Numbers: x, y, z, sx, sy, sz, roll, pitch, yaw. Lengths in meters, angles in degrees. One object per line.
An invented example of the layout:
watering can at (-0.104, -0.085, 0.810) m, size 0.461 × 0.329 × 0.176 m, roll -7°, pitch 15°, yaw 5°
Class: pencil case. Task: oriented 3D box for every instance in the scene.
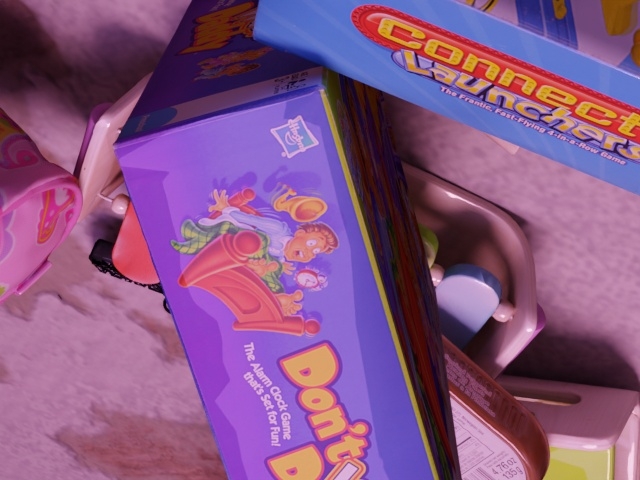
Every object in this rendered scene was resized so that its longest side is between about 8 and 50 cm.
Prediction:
pencil case at (-0.288, -0.073, 0.905) m, size 0.284 × 0.124 × 0.124 m, roll 36°, pitch 143°, yaw 13°

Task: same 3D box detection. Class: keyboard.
keyboard at (-0.087, 0.049, 1.050) m, size 0.192 × 0.038 × 0.100 m, roll 18°, pitch 163°, yaw 5°

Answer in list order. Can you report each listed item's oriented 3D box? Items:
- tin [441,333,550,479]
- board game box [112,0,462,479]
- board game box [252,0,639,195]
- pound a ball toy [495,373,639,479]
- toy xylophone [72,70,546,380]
tin at (0.064, 0.114, 0.918) m, size 0.189 × 0.040 × 0.106 m, roll 41°, pitch 125°, yaw -7°
board game box at (0.000, 0.000, 0.675) m, size 0.078 × 0.347 × 0.233 m, roll -14°, pitch 110°, yaw 7°
board game box at (0.174, -0.157, 0.489) m, size 0.302 × 0.308 × 0.086 m, roll 22°, pitch 164°, yaw 0°
pound a ball toy at (0.071, 0.195, 1.063) m, size 0.319 × 0.136 × 0.208 m, roll 5°, pitch 107°, yaw 23°
toy xylophone at (-0.001, -0.025, 0.911) m, size 0.322 × 0.081 × 0.236 m, roll 20°, pitch 141°, yaw 2°
